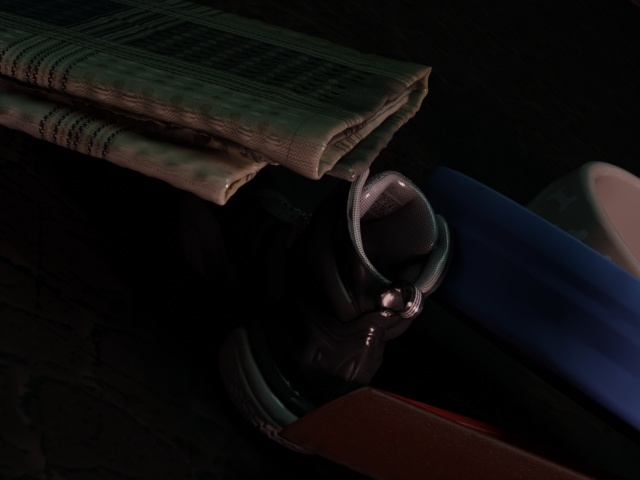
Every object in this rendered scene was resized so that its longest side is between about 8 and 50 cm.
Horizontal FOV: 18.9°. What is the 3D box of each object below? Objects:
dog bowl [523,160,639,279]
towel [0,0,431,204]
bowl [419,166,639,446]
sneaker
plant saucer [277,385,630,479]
[{"bbox_3d":[0.314,0.070,1.734,0.349,0.102,0.349,38,22,-18],"label":"dog bowl"},{"bbox_3d":[-0.108,-0.102,1.175,0.324,0.056,0.312,16,15,11],"label":"towel"},{"bbox_3d":[0.214,0.092,1.262,0.391,0.077,0.391,35,0,0],"label":"bowl"},{"bbox_3d":[0.000,0.000,1.201,0.101,0.153,0.268,30,25,-31],"label":"sneaker"},{"bbox_3d":[0.142,0.151,1.112,0.259,0.048,0.258,20,-2,29],"label":"plant saucer"}]
